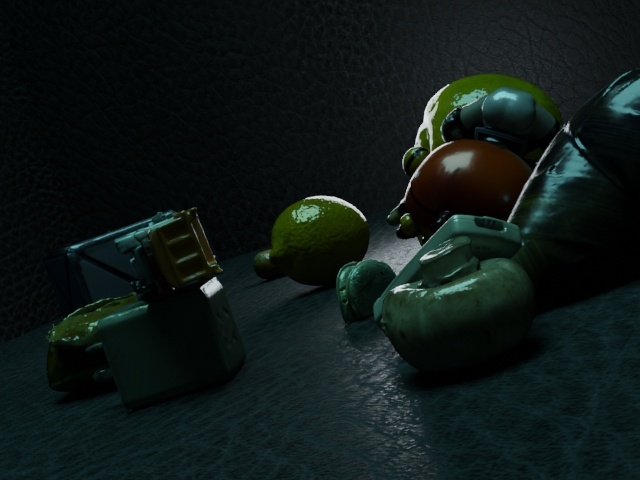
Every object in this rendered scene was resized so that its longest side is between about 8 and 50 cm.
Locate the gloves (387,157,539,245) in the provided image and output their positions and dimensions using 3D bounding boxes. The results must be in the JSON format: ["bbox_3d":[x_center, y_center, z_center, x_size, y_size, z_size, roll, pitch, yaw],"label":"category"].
[{"bbox_3d":[0.270,-0.076,1.925,0.301,0.197,0.152,-22,-23,6],"label":"gloves"}]

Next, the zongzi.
[{"bbox_3d":[0.341,-0.028,1.376,0.432,0.208,0.403,-43,-8,2],"label":"zongzi"}]

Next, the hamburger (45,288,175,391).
[{"bbox_3d":[-0.352,0.175,1.839,0.265,0.134,0.285,-10,12,18],"label":"hamburger"}]

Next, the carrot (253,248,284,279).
[{"bbox_3d":[-0.029,0.041,2.648,0.298,0.078,0.078,-11,7,20],"label":"carrot"}]

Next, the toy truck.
[{"bbox_3d":[-0.219,0.016,1.506,0.135,0.114,0.270,-22,5,-11],"label":"toy truck"}]

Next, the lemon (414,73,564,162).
[{"bbox_3d":[0.388,-0.220,2.398,0.348,0.348,0.348,-19,4,1],"label":"lemon"}]

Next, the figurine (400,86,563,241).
[{"bbox_3d":[0.268,-0.096,1.737,0.320,0.196,0.323,17,62,25],"label":"figurine"}]

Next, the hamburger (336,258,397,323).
[{"bbox_3d":[0.069,0.071,1.622,0.121,0.084,0.054,-24,8,-40],"label":"hamburger"}]

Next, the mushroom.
[{"bbox_3d":[0.140,0.067,1.083,0.166,0.127,0.166,-24,0,0],"label":"mushroom"}]

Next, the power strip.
[{"bbox_3d":[-0.240,0.155,1.518,0.224,0.139,0.140,-18,5,6],"label":"power strip"}]

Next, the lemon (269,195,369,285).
[{"bbox_3d":[0.000,0.000,2.164,0.244,0.186,0.187,-18,3,-30],"label":"lemon"}]

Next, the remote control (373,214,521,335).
[{"bbox_3d":[0.140,0.049,1.209,0.090,0.049,0.230,11,-36,-19],"label":"remote control"}]

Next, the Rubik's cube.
[{"bbox_3d":[-0.406,0.101,2.186,0.255,0.260,0.259,-23,3,-25],"label":"Rubik's cube"}]

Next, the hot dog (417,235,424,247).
[{"bbox_3d":[0.269,-0.033,2.111,0.073,0.084,0.242,-22,4,-22],"label":"hot dog"}]
